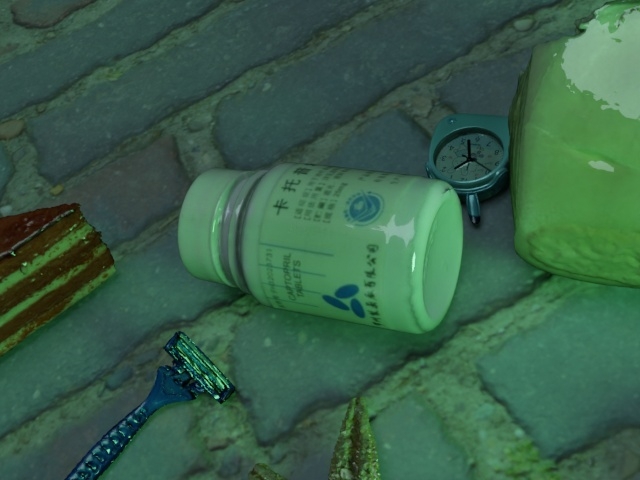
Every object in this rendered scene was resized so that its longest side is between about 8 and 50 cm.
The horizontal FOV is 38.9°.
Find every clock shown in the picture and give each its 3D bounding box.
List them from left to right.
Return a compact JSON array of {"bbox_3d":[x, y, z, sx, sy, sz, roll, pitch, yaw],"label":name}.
[{"bbox_3d":[0.179,-0.088,1.093,0.108,0.045,0.147,8,58,26],"label":"clock"}]

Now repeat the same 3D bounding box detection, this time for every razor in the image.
[{"bbox_3d":[-0.240,0.242,0.988,0.324,0.093,0.056,-45,12,-12],"label":"razor"}]

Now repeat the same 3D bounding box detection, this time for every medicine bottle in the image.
[{"bbox_3d":[0.000,0.000,1.009,0.293,0.170,0.170,8,57,26],"label":"medicine bottle"}]

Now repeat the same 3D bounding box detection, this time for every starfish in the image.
[{"bbox_3d":[0.031,0.260,0.875,0.295,0.048,0.231,-23,50,0],"label":"starfish"}]

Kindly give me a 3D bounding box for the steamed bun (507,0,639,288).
[{"bbox_3d":[0.320,-0.102,0.912,0.290,0.272,0.273,-2,54,23],"label":"steamed bun"}]

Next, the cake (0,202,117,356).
[{"bbox_3d":[-0.407,0.037,1.134,0.262,0.158,0.159,-36,52,-13],"label":"cake"}]
